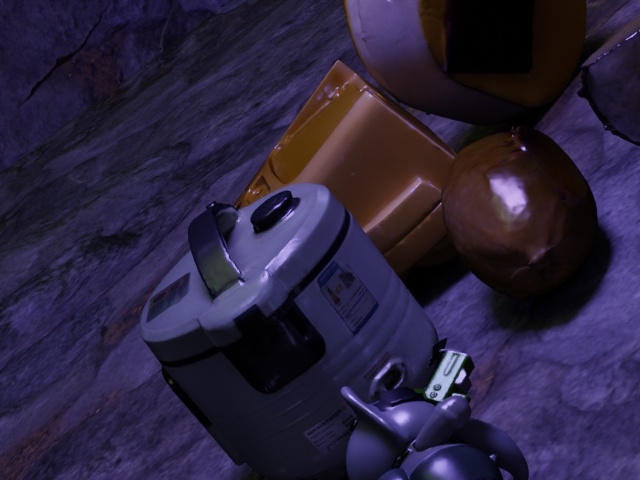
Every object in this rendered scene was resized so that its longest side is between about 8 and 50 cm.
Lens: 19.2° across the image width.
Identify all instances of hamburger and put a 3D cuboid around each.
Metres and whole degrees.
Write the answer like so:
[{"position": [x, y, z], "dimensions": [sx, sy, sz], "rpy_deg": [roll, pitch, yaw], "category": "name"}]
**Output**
[{"position": [0.152, -0.242, 2.019], "dimensions": [0.151, 0.295, 0.227], "rpy_deg": [7, 84, 44], "category": "hamburger"}]

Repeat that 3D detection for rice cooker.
[{"position": [-0.034, 0.076, 1.659], "dimensions": [0.226, 0.244, 0.226], "rpy_deg": [-31, 19, 12], "category": "rice cooker"}]

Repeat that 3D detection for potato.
[{"position": [0.351, -0.168, 1.667], "dimensions": [0.243, 0.138, 0.098], "rpy_deg": [-36, 7, 10], "category": "potato"}]

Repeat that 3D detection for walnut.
[{"position": [0.175, -0.029, 1.678], "dimensions": [0.137, 0.137, 0.245], "rpy_deg": [-36, 26, 11], "category": "walnut"}]

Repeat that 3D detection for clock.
[{"position": [0.000, 0.000, 1.904], "dimensions": [0.317, 0.200, 0.244], "rpy_deg": [-46, 14, 6], "category": "clock"}]

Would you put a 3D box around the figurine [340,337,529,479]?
[{"position": [0.079, 0.167, 1.394], "dimensions": [0.126, 0.147, 0.192], "rpy_deg": [-29, 27, -17], "category": "figurine"}]
